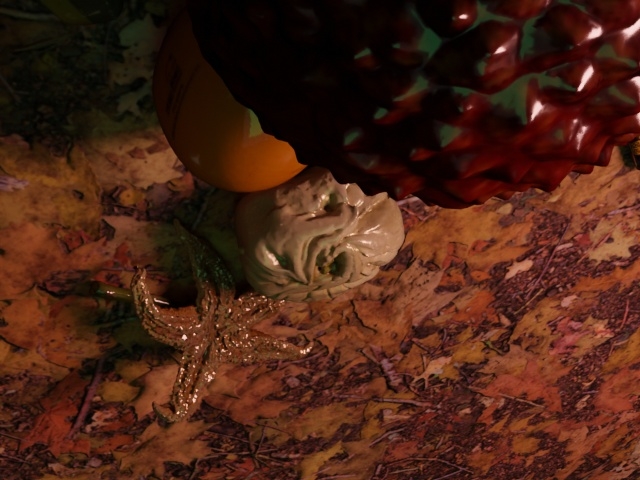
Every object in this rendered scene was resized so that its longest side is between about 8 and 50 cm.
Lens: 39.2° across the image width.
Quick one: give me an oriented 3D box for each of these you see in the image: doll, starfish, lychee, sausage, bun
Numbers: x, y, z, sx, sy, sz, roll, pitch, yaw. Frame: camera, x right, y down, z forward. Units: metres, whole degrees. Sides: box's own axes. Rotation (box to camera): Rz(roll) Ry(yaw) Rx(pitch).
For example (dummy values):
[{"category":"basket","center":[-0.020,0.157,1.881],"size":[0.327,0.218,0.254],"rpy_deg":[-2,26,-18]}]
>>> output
[{"category":"doll","center":[-0.052,-0.158,0.970],"size":[0.236,0.213,0.213],"rpy_deg":[-5,137,-34]},{"category":"starfish","center":[-0.135,0.109,1.281],"size":[0.302,0.060,0.299],"rpy_deg":[-1,107,-33]},{"category":"lychee","center":[0.082,-0.243,0.705],"size":[0.500,0.424,0.424],"rpy_deg":[19,127,-14]},{"category":"sausage","center":[0.432,-0.154,1.252],"size":[0.198,0.025,0.028],"rpy_deg":[49,62,-44]},{"category":"bun","center":[0.000,0.000,1.176],"size":[0.229,0.145,0.229],"rpy_deg":[-8,125,-11]}]

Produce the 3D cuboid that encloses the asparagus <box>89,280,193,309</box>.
[{"category":"asparagus","center":[-0.208,0.092,1.286],"size":[0.248,0.025,0.024],"rpy_deg":[14,86,-30]}]

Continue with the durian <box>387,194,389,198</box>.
[{"category":"durian","center":[0.187,-0.186,1.058],"size":[0.305,0.185,0.195],"rpy_deg":[-25,120,2]}]

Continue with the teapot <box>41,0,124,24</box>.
[{"category":"teapot","center":[-0.232,-0.285,0.837],"size":[0.119,0.130,0.165],"rpy_deg":[-40,103,2]}]
